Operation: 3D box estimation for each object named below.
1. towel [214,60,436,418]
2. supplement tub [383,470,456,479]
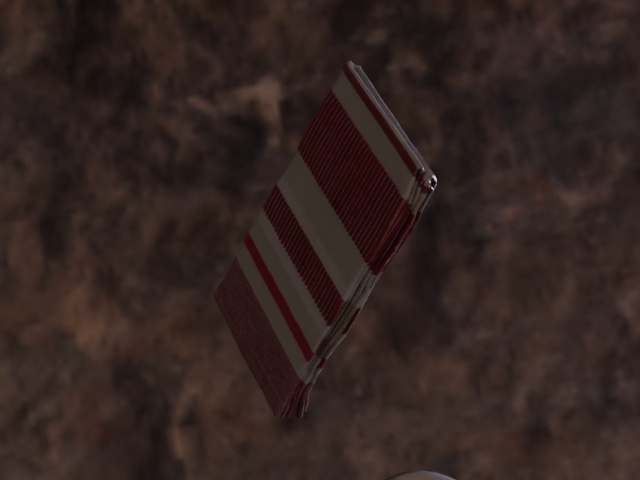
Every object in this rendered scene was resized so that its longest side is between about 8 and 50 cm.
[{"bbox_3d":[0.000,0.000,2.139,0.037,0.237,0.329,15,-63,-32],"label":"towel"},{"bbox_3d":[0.046,0.252,1.447,0.117,0.117,0.190,0,-26,-24],"label":"supplement tub"}]
